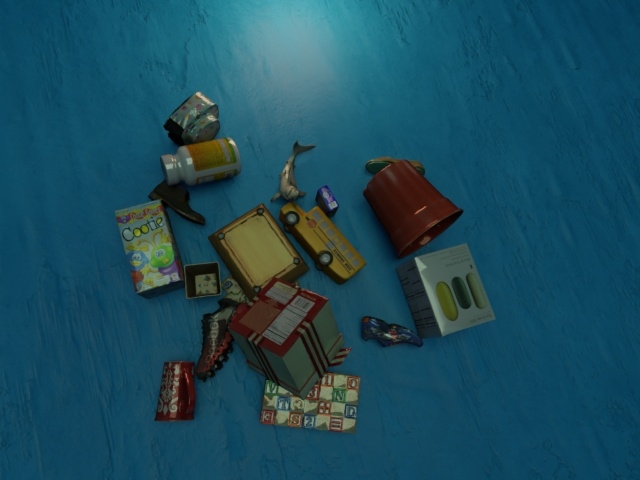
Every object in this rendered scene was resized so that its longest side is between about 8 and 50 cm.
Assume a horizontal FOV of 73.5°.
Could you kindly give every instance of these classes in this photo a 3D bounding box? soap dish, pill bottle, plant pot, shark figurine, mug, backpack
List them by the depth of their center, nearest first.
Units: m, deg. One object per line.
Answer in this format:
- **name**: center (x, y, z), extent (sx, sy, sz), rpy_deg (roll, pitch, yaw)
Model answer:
- **mug**: center (-0.422, 0.458, 1.309), extent (0.151, 0.113, 0.169), rpy_deg (-7, 70, 17)
- **plant pot**: center (-0.380, 0.137, 1.410), extent (0.109, 0.096, 0.108), rpy_deg (-6, 76, -9)
- **soap dish**: center (-0.207, 0.039, 1.440), extent (0.229, 0.118, 0.290), rpy_deg (-34, 83, -15)
- **pill bottle**: center (-0.410, -0.265, 1.469), extent (0.246, 0.136, 0.136), rpy_deg (-18, 78, -24)
- **plant pot**: center (0.303, -0.121, 1.500), extent (0.273, 0.272, 0.265), rpy_deg (-31, 73, -14)
- **backpack**: center (-0.436, -0.419, 1.514), extent (0.145, 0.166, 0.188), rpy_deg (31, 76, 0)
- **shark figurine**: center (-0.090, -0.222, 1.563), extent (0.116, 0.166, 0.278), rpy_deg (24, 53, -27)

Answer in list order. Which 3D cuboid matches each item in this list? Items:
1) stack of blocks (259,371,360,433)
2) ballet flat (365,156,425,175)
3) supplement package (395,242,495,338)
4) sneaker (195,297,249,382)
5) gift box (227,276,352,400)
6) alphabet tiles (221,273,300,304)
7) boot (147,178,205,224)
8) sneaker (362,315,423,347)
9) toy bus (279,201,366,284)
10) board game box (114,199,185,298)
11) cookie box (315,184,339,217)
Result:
- **stack of blocks**: center (-0.033, 0.502, 1.365), extent (0.298, 0.087, 0.171), rpy_deg (8, 74, -6)
- **ballet flat**: center (0.281, -0.281, 1.635), extent (0.233, 0.080, 0.073), rpy_deg (8, 46, -8)
- **supplement package**: center (0.415, 0.175, 1.456), extent (0.200, 0.198, 0.262), rpy_deg (-15, 78, -12)
- **sneaker**: center (-0.335, 0.307, 1.373), extent (0.135, 0.097, 0.275), rpy_deg (26, 76, 6)
- **gift box**: center (-0.073, 0.288, 1.292), extent (0.255, 0.258, 0.276), rpy_deg (23, 53, 37)
- **alphabet tiles**: center (-0.220, 0.165, 1.471), extent (0.198, 0.009, 0.237), rpy_deg (43, 74, 4)
- **boot**: center (-0.474, -0.141, 1.479), extent (0.219, 0.082, 0.106), rpy_deg (29, 76, 2)
- **sneaker**: center (0.241, 0.326, 1.464), extent (0.222, 0.083, 0.086), rpy_deg (17, 87, 2)
- **toy bus**: center (0.000, 0.000, 1.492), extent (0.130, 0.108, 0.332), rpy_deg (-38, 83, -16)
- **board game box**: center (-0.543, 0.031, 1.391), extent (0.142, 0.144, 0.275), rpy_deg (-17, 79, -12)
- **cookie box**: center (0.022, -0.135, 1.532), extent (0.040, 0.107, 0.091), rpy_deg (-27, 80, -12)
